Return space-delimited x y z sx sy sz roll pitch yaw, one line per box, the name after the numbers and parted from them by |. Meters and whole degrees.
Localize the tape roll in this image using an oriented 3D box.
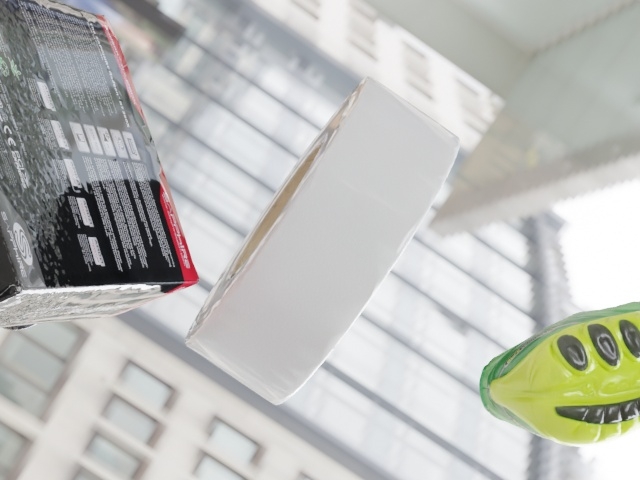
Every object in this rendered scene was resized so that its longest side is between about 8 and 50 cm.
0.000 0.000 1.683 0.286 0.100 0.286 -55 -175 8 | tape roll

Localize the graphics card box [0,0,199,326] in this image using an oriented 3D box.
-0.211 -0.058 1.367 0.094 0.233 0.371 -20 176 12 | graphics card box

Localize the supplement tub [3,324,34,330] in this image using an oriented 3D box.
-0.290 -0.006 1.647 0.106 0.198 0.106 -12 -129 15 | supplement tub

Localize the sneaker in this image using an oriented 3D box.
0.236 0.082 1.369 0.123 0.295 0.109 -1 -89 56 | sneaker
